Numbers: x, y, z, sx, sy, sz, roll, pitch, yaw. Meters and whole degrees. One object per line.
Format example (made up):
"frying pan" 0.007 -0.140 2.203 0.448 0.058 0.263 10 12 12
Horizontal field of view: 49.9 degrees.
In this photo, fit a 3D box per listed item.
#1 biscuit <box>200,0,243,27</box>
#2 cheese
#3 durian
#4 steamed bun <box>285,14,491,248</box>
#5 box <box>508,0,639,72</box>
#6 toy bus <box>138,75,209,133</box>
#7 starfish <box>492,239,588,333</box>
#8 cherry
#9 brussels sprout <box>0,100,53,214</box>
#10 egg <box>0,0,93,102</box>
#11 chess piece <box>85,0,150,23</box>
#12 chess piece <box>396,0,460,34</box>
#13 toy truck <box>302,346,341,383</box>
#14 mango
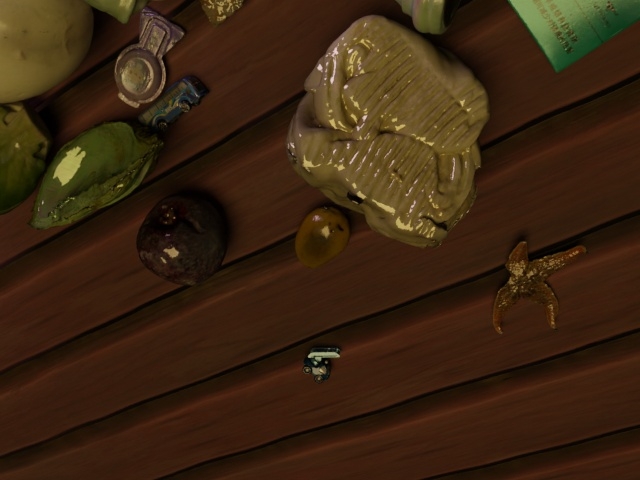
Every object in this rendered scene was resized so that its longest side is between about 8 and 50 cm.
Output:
"biscuit" -0.124 -0.506 1.174 0.289 0.038 0.141 -33 107 27
"cheese" -0.338 -0.344 1.325 0.105 0.042 0.191 30 115 -2
"durian" -0.454 -0.140 1.381 0.394 0.198 0.163 -16 108 33
"steamed bun" 0.113 -0.167 1.198 0.346 0.237 0.395 -13 87 -2
"box" 0.432 -0.396 1.087 0.226 0.042 0.161 -33 108 29
"toy bus" -0.291 -0.265 1.357 0.153 0.051 0.061 -31 102 29
"starfish" 0.430 0.095 1.381 0.138 0.050 0.248 11 129 8
"cherry" -0.282 0.005 1.435 0.194 0.195 0.195 7 121 11
"brussels sprout" -0.678 -0.179 1.429 0.271 0.210 0.219 -35 112 13
"egg" -0.577 -0.384 1.223 0.344 0.283 0.283 -24 112 28
"chess piece" -0.321 -0.450 1.109 0.175 0.298 0.176 6 123 10
"chess piece" 0.093 -0.435 1.122 0.271 0.139 0.139 21 124 16
"toy truck" 0.006 0.280 1.601 0.073 0.056 0.090 39 110 -2
"mango" 0.000 0.000 1.423 0.103 0.076 0.161 24 132 -8
